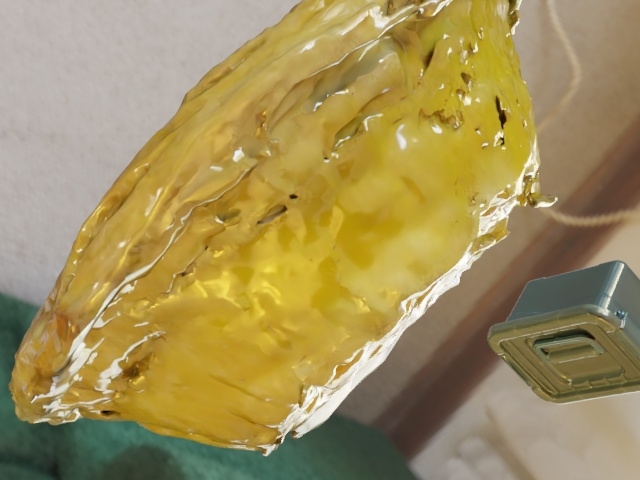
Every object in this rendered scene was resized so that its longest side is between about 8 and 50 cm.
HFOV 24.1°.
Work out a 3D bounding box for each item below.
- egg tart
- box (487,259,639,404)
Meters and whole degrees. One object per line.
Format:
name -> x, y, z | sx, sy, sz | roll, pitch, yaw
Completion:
egg tart -> 0.000, 0.000, 0.662 | 0.315, 0.120, 0.315 | -43, 172, -8
box -> 0.161, 0.054, 0.914 | 0.074, 0.099, 0.054 | 44, 54, -24
